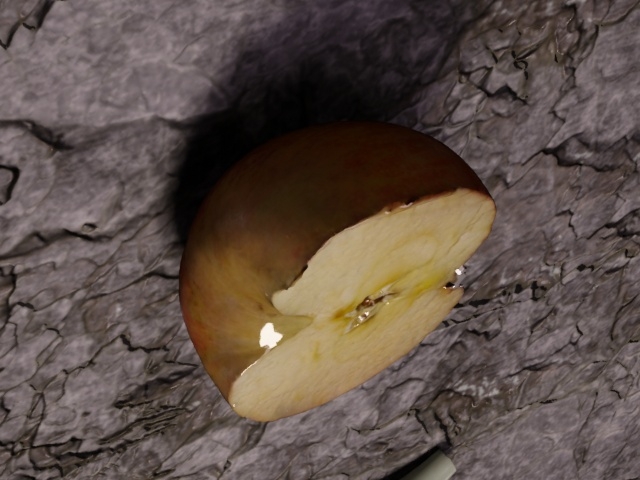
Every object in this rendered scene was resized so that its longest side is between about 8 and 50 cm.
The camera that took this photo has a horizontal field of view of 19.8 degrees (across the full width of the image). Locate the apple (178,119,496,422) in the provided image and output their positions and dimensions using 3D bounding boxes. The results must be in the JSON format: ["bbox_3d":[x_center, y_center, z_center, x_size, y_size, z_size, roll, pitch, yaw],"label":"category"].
[{"bbox_3d":[0.000,0.000,1.550,0.251,0.163,0.293,-18,151,-36],"label":"apple"}]

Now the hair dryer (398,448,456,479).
[{"bbox_3d":[0.100,0.311,2.032,0.167,0.067,0.199,-47,152,1],"label":"hair dryer"}]
